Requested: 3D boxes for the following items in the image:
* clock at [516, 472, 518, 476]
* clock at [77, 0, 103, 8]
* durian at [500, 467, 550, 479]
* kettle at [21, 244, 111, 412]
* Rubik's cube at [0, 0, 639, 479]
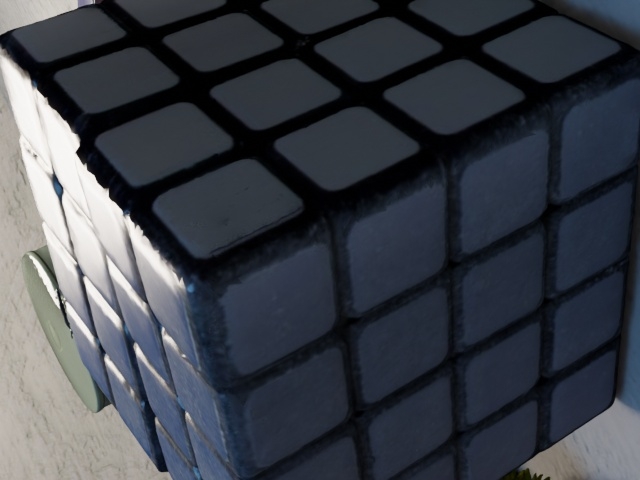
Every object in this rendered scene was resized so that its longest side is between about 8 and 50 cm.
[{"bbox_3d":[0.166,0.281,1.121,0.184,0.040,0.185,48,152,36],"label":"clock"},{"bbox_3d":[-0.133,-0.218,1.031,0.073,0.193,0.145,49,142,47],"label":"clock"},{"bbox_3d":[0.204,0.285,0.978,0.221,0.095,0.137,57,163,2],"label":"durian"},{"bbox_3d":[-0.145,0.046,1.194,0.265,0.318,0.205,27,136,57],"label":"kettle"},{"bbox_3d":[0.000,0.000,0.807,0.337,0.343,0.345,42,150,42],"label":"Rubik's cube"}]
